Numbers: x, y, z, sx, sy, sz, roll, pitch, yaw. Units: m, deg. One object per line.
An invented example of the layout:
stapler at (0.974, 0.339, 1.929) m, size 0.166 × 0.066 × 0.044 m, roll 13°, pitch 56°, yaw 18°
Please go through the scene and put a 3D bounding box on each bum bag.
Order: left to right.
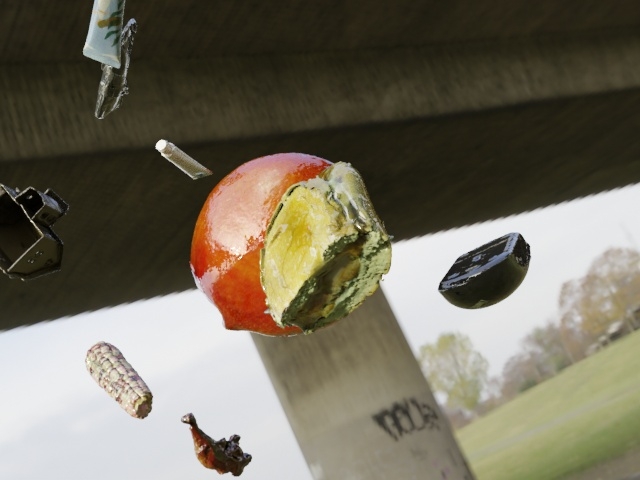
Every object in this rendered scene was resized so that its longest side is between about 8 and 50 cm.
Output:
bum bag at (-0.495, -0.411, 2.332) m, size 0.123 × 0.060 × 0.248 m, roll -65°, pitch -8°, yaw -61°

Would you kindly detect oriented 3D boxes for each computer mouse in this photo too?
computer mouse at (0.340, 0.074, 1.950) m, size 0.170 × 0.100 × 0.269 m, roll -24°, pitch 5°, yaw 23°

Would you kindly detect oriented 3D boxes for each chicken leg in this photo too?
chicken leg at (-0.209, 0.413, 1.918) m, size 0.048 × 0.089 × 0.219 m, roll -14°, pitch -34°, yaw 32°

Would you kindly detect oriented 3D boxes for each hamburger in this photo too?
hamburger at (0.000, 0.000, 1.516) m, size 0.132 × 0.211 × 0.309 m, roll 3°, pitch -37°, yaw -24°

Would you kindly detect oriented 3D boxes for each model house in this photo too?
model house at (-0.718, -0.026, 2.439) m, size 0.204 × 0.211 × 0.243 m, roll -42°, pitch -16°, yaw 0°

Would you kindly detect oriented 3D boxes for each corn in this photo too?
corn at (-0.458, 0.318, 2.218) m, size 0.092 × 0.280 × 0.092 m, roll -16°, pitch -61°, yaw -32°

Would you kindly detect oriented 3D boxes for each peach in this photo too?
peach at (-0.068, 0.014, 1.823) m, size 0.372 × 0.373 × 0.290 m, roll -25°, pitch 10°, yaw 0°

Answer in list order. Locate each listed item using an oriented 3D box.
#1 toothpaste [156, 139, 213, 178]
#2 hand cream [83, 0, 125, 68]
toothpaste at (-0.283, -0.164, 1.993) m, size 0.048 × 0.031 × 0.190 m, roll -16°, pitch -20°, yaw 15°
hand cream at (-0.463, -0.503, 2.124) m, size 0.058 × 0.091 × 0.271 m, roll -73°, pitch 4°, yaw -50°
